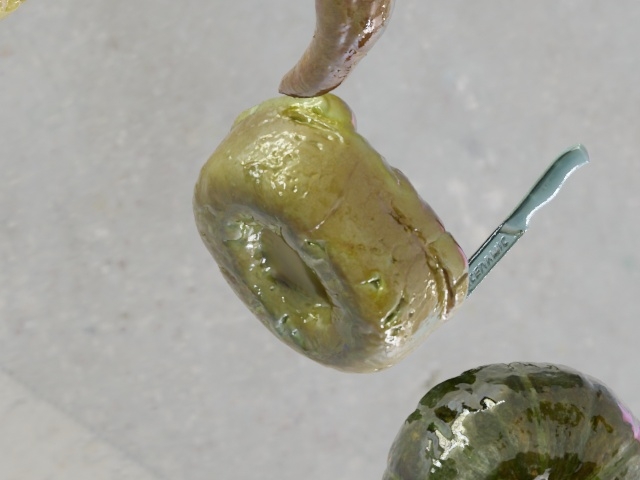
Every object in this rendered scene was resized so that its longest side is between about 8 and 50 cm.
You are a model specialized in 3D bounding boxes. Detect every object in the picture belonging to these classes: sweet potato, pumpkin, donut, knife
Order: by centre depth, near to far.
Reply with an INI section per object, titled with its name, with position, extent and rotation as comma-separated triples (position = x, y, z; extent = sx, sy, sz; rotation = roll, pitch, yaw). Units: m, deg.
[sweet potato]
position = 0.020, -0.186, 1.386
extent = 0.058, 0.255, 0.078
rotation = -24, 54, -37
[pumpkin]
position = 0.155, 0.199, 1.511
extent = 0.224, 0.157, 0.223
rotation = -2, 100, -13
[donut]
position = 0.000, 0.000, 1.709
extent = 0.261, 0.208, 0.128
rotation = 50, 55, -10
[knife]
position = 0.186, -0.016, 1.819
extent = 0.028, 0.210, 0.015
rotation = 31, 32, -13

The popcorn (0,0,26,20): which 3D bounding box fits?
[popcorn]
position = -0.312, -0.268, 1.502
extent = 0.250, 0.250, 0.190
rotation = 36, 98, -27
